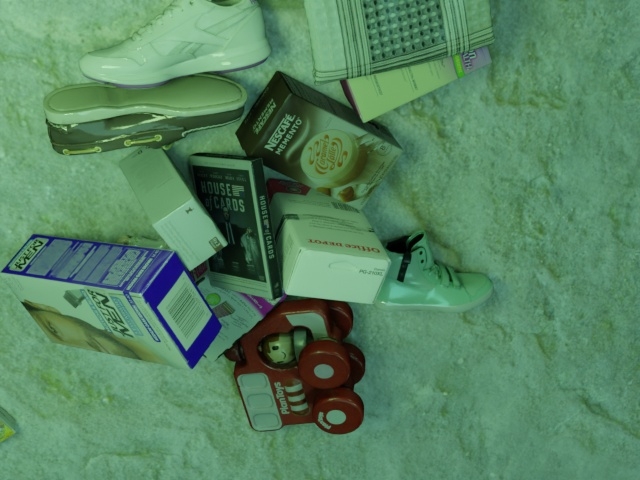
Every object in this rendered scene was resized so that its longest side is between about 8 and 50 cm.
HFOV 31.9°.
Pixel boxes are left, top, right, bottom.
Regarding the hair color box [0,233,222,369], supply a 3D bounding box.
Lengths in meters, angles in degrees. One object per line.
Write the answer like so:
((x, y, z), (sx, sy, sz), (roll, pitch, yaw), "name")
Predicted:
((-0.351, 0.099, 1.863), (0.110, 0.339, 0.185), (-55, 135, -32), "hair color box")

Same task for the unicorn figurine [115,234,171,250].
((-0.287, 0.020, 1.986), (0.162, 0.060, 0.111), (1, 123, -19), "unicorn figurine")

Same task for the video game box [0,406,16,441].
((-0.703, 0.342, 2.071), (0.205, 0.048, 0.187), (-31, 125, 3), "video game box")

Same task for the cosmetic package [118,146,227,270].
((-0.245, -0.062, 1.837), (0.085, 0.231, 0.117), (-35, 126, -1), "cosmetic package")

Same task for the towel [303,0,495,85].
((0.118, -0.411, 1.695), (0.312, 0.056, 0.324), (-13, 121, -8), "towel")

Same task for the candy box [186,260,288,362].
((-0.176, 0.097, 2.068), (0.233, 0.071, 0.159), (-42, 125, 10), "candy box")

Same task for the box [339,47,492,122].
((0.130, -0.352, 1.843), (0.243, 0.117, 0.213), (-25, 127, 0), "box")

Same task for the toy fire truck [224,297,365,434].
((-0.052, 0.247, 2.170), (0.254, 0.169, 0.302), (-8, 126, 10), "toy fire truck")

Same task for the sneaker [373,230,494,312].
((0.229, 0.056, 2.164), (0.256, 0.094, 0.151), (-3, 120, -18), "sneaker")

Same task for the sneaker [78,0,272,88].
((-0.234, -0.326, 1.761), (0.305, 0.114, 0.152), (-14, 112, -14), "sneaker")

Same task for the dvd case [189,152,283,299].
((-0.144, -0.027, 1.894), (0.029, 0.179, 0.239), (-21, 109, -38), "dvd case")

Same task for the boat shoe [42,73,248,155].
((-0.279, -0.199, 1.813), (0.324, 0.116, 0.097), (-7, 129, -9), "boat shoe")

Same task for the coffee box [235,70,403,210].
((-0.002, -0.169, 1.931), (0.246, 0.098, 0.141), (23, 113, -30), "coffee box")

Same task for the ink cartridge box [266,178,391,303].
((0.000, 0.000, 1.958), (0.172, 0.237, 0.100), (8, 120, -23), "ink cartridge box")
